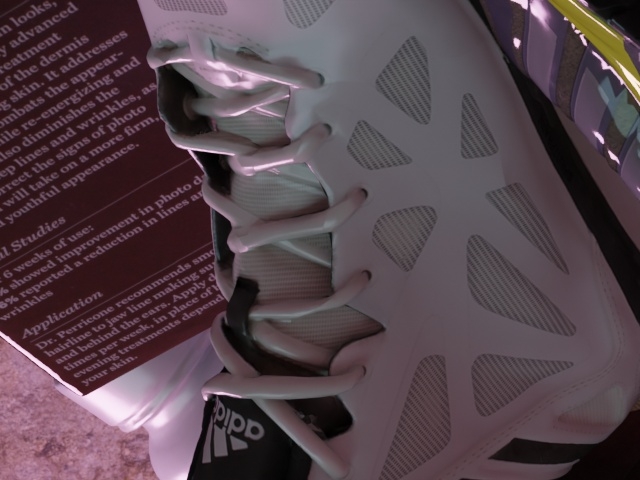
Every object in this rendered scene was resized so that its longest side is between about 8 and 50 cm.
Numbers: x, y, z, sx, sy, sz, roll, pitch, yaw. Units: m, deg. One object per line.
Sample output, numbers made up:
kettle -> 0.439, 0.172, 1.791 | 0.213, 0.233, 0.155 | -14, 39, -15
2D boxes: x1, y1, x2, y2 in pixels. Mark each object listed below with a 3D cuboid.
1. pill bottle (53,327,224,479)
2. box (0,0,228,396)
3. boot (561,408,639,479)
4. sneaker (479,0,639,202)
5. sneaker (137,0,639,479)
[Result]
pill bottle -> 0.014, 0.134, 1.349 | 0.392, 0.224, 0.224 | 34, 168, -11
box -> -0.149, -0.087, 0.870 | 0.381, 0.191, 0.143 | 49, -165, -55
boot -> 0.174, 0.122, 0.970 | 0.248, 0.207, 0.090 | 17, 129, 47
sneaker -> 0.129, -0.053, 0.583 | 0.300, 0.111, 0.121 | 56, 172, -19
sneaker -> 0.001, 0.001, 0.759 | 0.169, 0.257, 0.447 | 22, 165, 49
